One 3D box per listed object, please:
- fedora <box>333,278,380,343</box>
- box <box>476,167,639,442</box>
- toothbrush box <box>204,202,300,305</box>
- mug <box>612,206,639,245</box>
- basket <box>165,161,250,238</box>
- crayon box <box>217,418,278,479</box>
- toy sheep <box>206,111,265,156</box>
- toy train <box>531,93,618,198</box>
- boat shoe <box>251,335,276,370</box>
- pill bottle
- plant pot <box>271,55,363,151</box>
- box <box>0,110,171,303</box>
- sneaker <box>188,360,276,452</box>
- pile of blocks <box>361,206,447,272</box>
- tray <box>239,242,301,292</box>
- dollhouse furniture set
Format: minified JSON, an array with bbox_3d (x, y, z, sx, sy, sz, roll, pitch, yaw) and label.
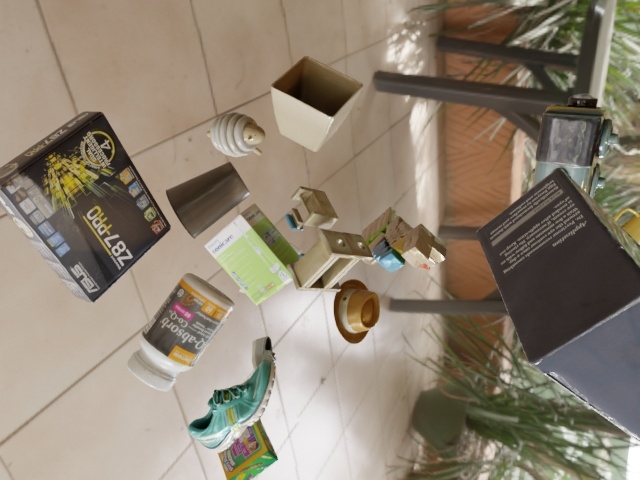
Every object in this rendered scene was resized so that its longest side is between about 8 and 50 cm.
[{"bbox_3d":[0.118,0.203,1.507,0.194,0.079,0.194,14,71,-47],"label":"fedora"},{"bbox_3d":[0.224,0.051,0.409,0.156,0.093,0.158,34,29,-22],"label":"box"},{"bbox_3d":[-0.225,0.050,1.805,0.283,0.206,0.122,49,30,-6],"label":"toothbrush box"},{"bbox_3d":[0.526,-0.017,0.856,0.078,0.062,0.064,27,109,-39],"label":"mug"},{"bbox_3d":[-0.353,-0.142,1.676,0.227,0.204,0.154,-31,145,-2],"label":"basket"},{"bbox_3d":[-0.279,0.687,1.811,0.165,0.278,0.081,-36,132,-4],"label":"crayon box"},{"bbox_3d":[-0.160,-0.196,0.971,0.091,0.132,0.091,-5,96,-60],"label":"toy sheep"},{"bbox_3d":[0.474,-0.113,1.015,0.190,0.142,0.333,-25,124,-52],"label":"toy train"},{"bbox_3d":[-0.212,0.449,2.000,0.079,0.081,0.227,56,8,-31],"label":"boat shoe"},{"bbox_3d":[-0.362,0.236,1.347,0.278,0.162,0.162,-56,147,-6],"label":"pill bottle"},{"bbox_3d":[-0.012,-0.210,0.831,0.109,0.109,0.096,-53,169,-37],"label":"plant pot"},{"bbox_3d":[-0.601,-0.085,1.348,0.318,0.097,0.394,-51,138,-34],"label":"box"},{"bbox_3d":[-0.202,0.382,1.206,0.275,0.110,0.107,-50,-163,12],"label":"sneaker"},{"bbox_3d":[0.189,0.029,1.221,0.149,0.113,0.362,-48,-167,3],"label":"pile of blocks"},{"bbox_3d":[-0.186,0.124,2.027,0.270,0.030,0.145,-44,158,3],"label":"tray"},{"bbox_3d":[0.000,0.000,1.137,0.129,0.129,0.183,8,45,-43],"label":"dollhouse furniture set"}]
